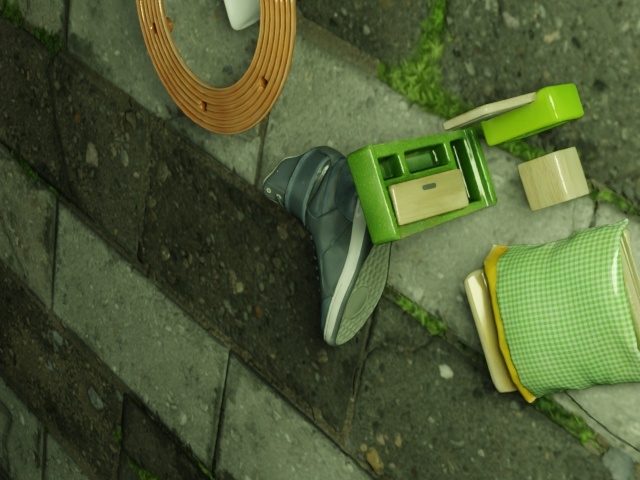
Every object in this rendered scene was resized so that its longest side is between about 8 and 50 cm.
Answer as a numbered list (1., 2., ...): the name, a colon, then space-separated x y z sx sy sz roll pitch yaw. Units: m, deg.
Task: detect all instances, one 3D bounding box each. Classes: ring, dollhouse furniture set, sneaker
1. ring: -0.130 -0.298 1.419 0.336 0.032 0.336 24 122 45
2. dollhouse furniture set: 0.181 0.023 1.124 0.197 0.151 0.301 -18 88 51
3. sneaker: 0.001 -0.001 1.373 0.163 0.086 0.226 25 112 31

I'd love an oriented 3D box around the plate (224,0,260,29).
1. plate: -0.048 -0.414 1.336 0.278 0.045 0.277 -14 91 52
